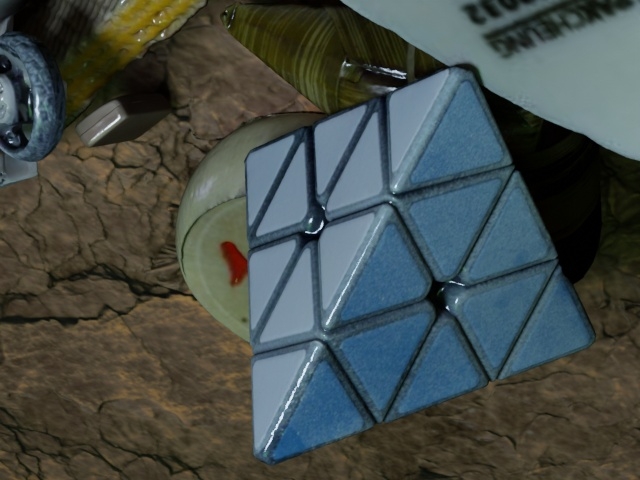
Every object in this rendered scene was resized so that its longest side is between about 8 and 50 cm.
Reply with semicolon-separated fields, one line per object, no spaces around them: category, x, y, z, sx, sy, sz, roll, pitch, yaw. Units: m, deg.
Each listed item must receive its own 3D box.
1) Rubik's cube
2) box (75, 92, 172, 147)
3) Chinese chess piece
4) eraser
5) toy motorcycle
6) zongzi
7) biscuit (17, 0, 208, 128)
Rubik's cube;0.052;0.012;1.464;0.228;0.233;0.228;-18;90;14
box;-0.160;-0.100;1.627;0.048;0.115;0.025;-38;86;17
Chinese chess piece;0.000;0.000;1.708;0.249;0.103;0.250;9;140;8
eraser;0.183;-0.230;1.283;0.331;0.150;0.331;14;136;14
toy motorcycle;-0.291;-0.136;1.546;0.108;0.223;0.340;-11;177;-34
zongzi;0.075;-0.077;1.566;0.288;0.134;0.286;9;141;18
biscuit;-0.167;-0.172;1.546;0.054;0.094;0.378;23;144;-29
